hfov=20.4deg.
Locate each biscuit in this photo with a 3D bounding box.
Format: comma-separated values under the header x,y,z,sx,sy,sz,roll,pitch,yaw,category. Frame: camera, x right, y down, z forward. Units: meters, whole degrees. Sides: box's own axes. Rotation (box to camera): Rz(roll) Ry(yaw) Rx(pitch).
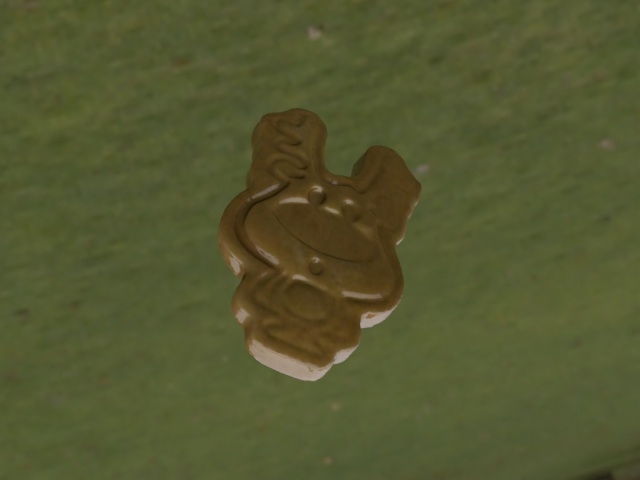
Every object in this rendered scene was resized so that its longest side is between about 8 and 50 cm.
x,y,z,sx,sy,sz,roll,pitch,yaw,category
-0.003,-0.001,1.292,0.144,0.236,0.040,21,135,-7,biscuit
